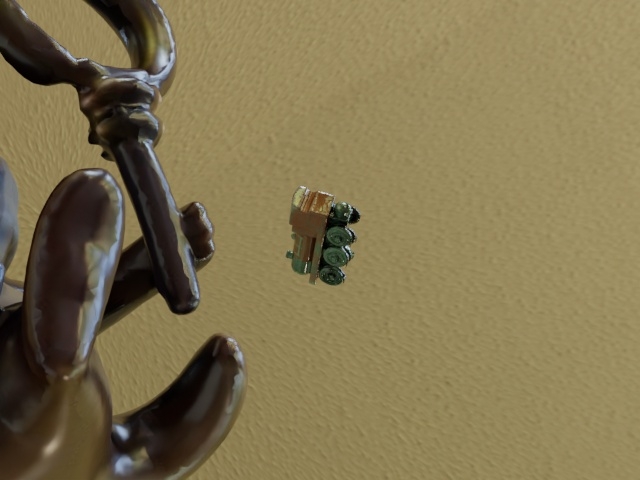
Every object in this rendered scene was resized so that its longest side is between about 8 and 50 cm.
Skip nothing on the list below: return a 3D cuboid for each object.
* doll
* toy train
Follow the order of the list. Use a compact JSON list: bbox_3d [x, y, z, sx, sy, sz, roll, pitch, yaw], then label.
[{"bbox_3d":[-0.186,-0.005,0.632,0.318,0.209,0.339,-11,-132,-33],"label":"doll"},{"bbox_3d":[0.000,0.000,1.218,0.064,0.103,0.044,14,-134,5],"label":"toy train"}]
